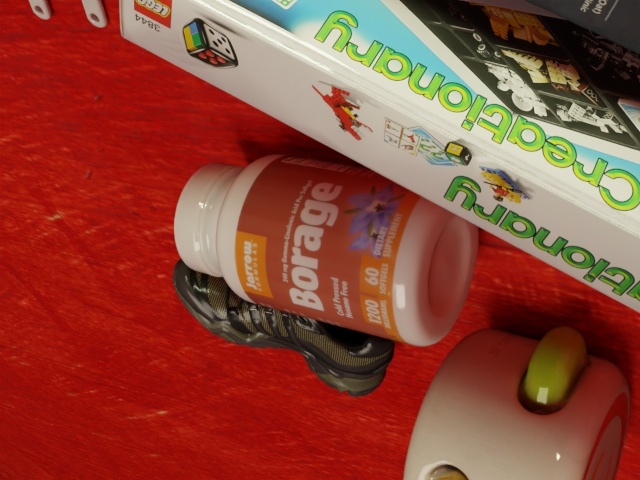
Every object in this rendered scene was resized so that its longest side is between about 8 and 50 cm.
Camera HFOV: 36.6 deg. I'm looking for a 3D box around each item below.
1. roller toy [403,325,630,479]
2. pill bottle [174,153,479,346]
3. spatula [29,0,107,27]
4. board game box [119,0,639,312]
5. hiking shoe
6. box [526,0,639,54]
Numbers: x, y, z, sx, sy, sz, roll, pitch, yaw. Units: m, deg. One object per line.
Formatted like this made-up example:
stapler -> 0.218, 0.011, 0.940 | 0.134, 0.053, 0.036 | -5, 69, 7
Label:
roller toy -> 0.155, 0.176, 0.788 | 0.146, 0.209, 0.191 | 14, 167, 28
pill bottle -> 0.000, 0.000, 0.737 | 0.216, 0.121, 0.121 | 11, 145, 29
spatula -> -0.176, -0.225, 0.660 | 0.168, 0.019, 0.242 | 20, 148, 17
board game box -> 0.092, -0.098, 0.434 | 0.305, 0.193, 0.053 | 29, 150, 4
hiking shoe -> -0.027, 0.054, 0.904 | 0.227, 0.086, 0.114 | 25, 137, -1
box -> 0.116, -0.167, 0.348 | 0.207, 0.153, 0.108 | 28, 151, 6
